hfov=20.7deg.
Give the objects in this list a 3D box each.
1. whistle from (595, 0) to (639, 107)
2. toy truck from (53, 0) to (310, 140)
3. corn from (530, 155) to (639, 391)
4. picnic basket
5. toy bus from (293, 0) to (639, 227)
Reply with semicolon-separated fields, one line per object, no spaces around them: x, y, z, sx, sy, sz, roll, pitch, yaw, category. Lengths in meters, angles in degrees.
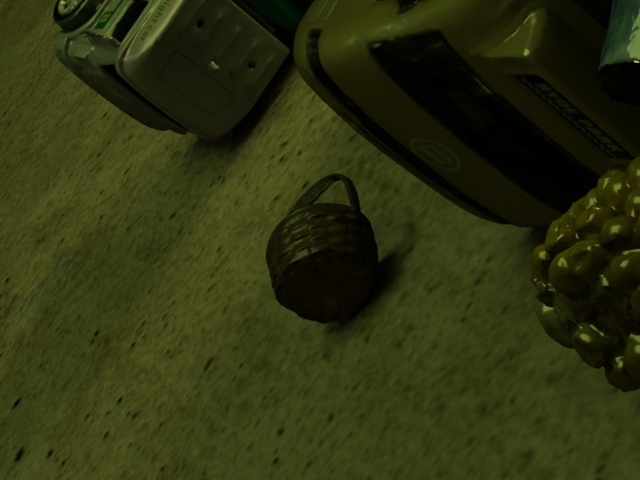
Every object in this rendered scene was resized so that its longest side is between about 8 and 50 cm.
0.171;-0.199;0.704;0.062;0.062;0.304;-9;63;62;whistle
-0.055;-0.254;1.420;0.363;0.176;0.178;-54;33;-3;toy truck
0.201;-0.029;0.608;0.320;0.097;0.097;-33;29;41;corn
0.000;0.000;1.029;0.072;0.072;0.083;-44;36;26;picnic basket
0.155;-0.188;0.838;0.365;0.177;0.202;-58;24;-9;toy bus
